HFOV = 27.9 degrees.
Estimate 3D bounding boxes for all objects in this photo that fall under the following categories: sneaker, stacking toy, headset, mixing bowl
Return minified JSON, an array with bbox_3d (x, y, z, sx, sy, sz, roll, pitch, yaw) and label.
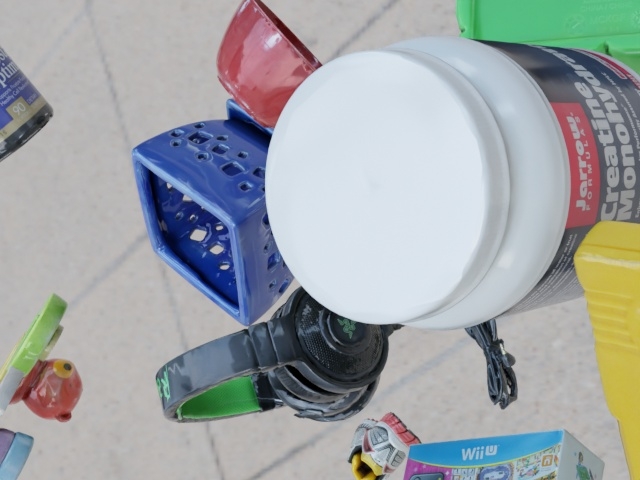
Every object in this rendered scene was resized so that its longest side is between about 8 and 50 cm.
[{"bbox_3d":[0.073,0.317,1.914,0.088,0.093,0.225,46,162,8],"label":"sneaker"},{"bbox_3d":[-0.418,0.243,1.885,0.279,0.130,0.309,-48,16,42],"label":"stacking toy"},{"bbox_3d":[0.017,0.153,1.458,0.243,0.394,0.185,97,156,-72],"label":"headset"},{"bbox_3d":[-0.059,-0.198,1.527,0.098,0.181,0.181,-42,53,8],"label":"mixing bowl"}]

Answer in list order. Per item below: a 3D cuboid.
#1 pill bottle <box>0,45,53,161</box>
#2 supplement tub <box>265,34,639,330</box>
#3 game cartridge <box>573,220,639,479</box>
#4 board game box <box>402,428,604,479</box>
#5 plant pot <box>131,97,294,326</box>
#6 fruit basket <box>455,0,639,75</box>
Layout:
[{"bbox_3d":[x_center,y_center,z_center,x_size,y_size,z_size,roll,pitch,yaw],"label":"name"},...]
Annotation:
[{"bbox_3d":[-0.418,-0.192,1.467,0.123,0.123,0.219,-21,113,46],"label":"pill bottle"},{"bbox_3d":[0.112,-0.042,0.884,0.191,0.272,0.191,5,97,38],"label":"supplement tub"},{"bbox_3d":[0.310,0.140,0.757,0.285,0.052,0.323,8,135,37],"label":"game cartridge"},{"bbox_3d":[0.179,0.373,1.426,0.224,0.097,0.303,-15,48,41],"label":"board game box"},{"bbox_3d":[-0.116,-0.056,1.906,0.236,0.212,0.236,36,150,31],"label":"plant pot"},{"bbox_3d":[0.331,-0.200,1.299,0.392,0.392,0.282,-6,79,49],"label":"fruit basket"}]
